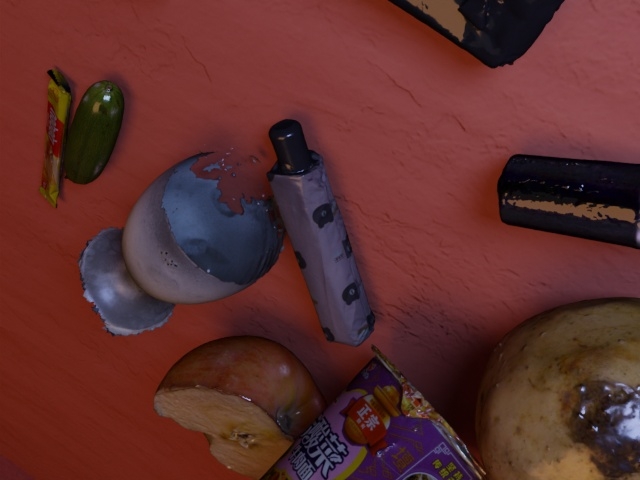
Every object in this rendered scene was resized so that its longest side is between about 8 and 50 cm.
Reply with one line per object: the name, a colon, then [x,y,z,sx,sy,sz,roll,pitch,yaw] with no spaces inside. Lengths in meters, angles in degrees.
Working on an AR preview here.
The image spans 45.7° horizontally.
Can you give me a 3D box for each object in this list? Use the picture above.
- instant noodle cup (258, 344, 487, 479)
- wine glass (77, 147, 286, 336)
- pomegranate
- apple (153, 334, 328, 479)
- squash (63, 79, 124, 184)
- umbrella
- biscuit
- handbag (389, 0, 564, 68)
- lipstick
instant noodle cup: [0.072,0.339,0.967,0.340,0.266,0.340,52,176,6]
wine glass: [-0.201,0.015,1.055,0.190,0.190,0.357,49,139,-11]
pomegranate: [0.290,0.189,0.773,0.281,0.281,0.281,21,137,21]
apple: [-0.099,0.248,1.209,0.251,0.163,0.293,-14,131,36]
squash: [-0.333,-0.141,1.106,0.066,0.066,0.252,41,142,-1]
umbrella: [0.000,0.000,0.975,0.073,0.067,0.337,-3,125,24]
biscuit: [-0.417,-0.152,1.193,0.048,0.026,0.292,52,143,17]
handbag: [0.100,-0.295,0.612,0.275,0.088,0.244,33,143,3]
lipstick: [0.312,-0.029,0.696,0.300,0.081,0.081,11,132,30]
